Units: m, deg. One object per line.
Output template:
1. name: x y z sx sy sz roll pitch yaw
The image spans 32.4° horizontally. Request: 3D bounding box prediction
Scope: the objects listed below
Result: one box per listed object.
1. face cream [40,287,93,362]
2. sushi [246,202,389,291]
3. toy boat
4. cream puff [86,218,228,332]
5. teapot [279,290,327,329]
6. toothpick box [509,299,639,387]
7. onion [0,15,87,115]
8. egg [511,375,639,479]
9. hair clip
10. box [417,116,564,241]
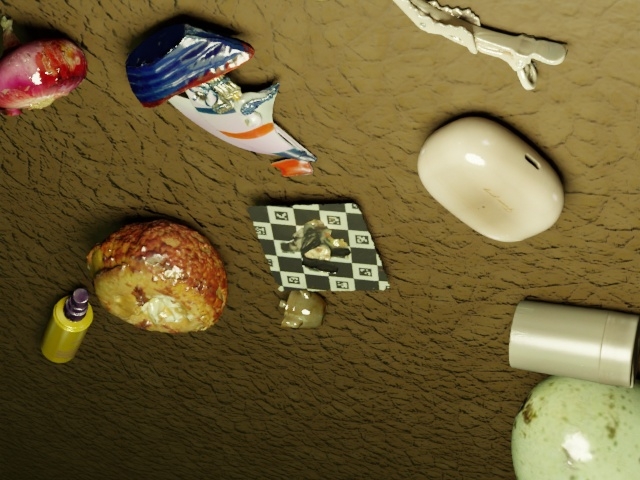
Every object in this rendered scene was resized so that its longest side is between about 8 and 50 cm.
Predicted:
1. face cream: -0.496 0.162 2.175 0.078 0.078 0.273 26 147 -8
2. sushi: 0.000 0.000 1.700 0.192 0.040 0.210 -1 140 19
3. toy boat: -0.142 -0.185 1.503 0.219 0.072 0.318 2 153 22
4. cream puff: -0.267 0.055 1.819 0.240 0.164 0.240 4 154 2
5. teapot: -0.031 0.103 1.838 0.080 0.085 0.110 14 127 8
6. toothpick box: 0.383 0.152 1.644 0.180 0.111 0.111 8 145 21
7. onion: -0.402 -0.248 1.504 0.150 0.150 0.140 -24 90 48
8. egg: 0.457 0.356 1.743 0.287 0.287 0.379 -17 120 44
9. hair clip: 0.166 -0.238 1.262 0.226 0.034 0.072 23 148 -2
10. box: 0.220 -0.077 1.417 0.200 0.088 0.146 37 143 -22
